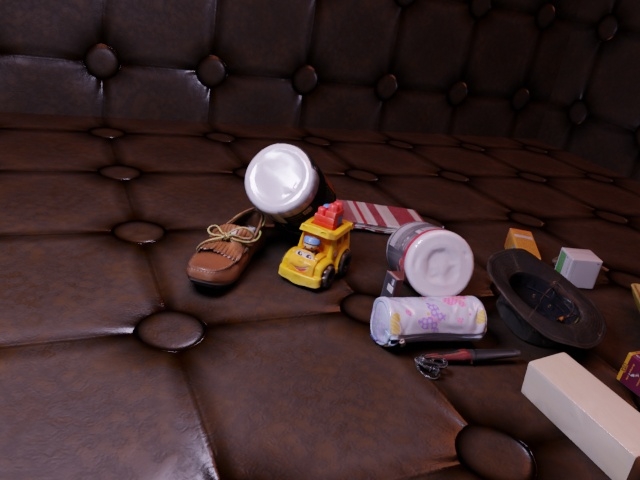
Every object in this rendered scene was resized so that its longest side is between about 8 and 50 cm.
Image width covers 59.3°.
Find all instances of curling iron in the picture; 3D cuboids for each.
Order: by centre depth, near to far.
[{"bbox_3d":[0.336,0.272,1.273,0.274,0.035,0.068,-1,31,-22],"label":"curling iron"}]

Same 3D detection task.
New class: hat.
[{"bbox_3d":[0.547,0.175,1.443,0.331,0.134,0.331,16,39,-13],"label":"hat"}]

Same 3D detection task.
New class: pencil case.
[{"bbox_3d":[0.255,0.189,1.326,0.273,0.113,0.124,1,23,-21],"label":"pencil case"}]

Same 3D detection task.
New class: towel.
[{"bbox_3d":[0.207,-0.079,1.982,0.329,0.037,0.237,7,23,-11],"label":"towel"}]

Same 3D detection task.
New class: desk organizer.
[{"bbox_3d":[0.181,0.140,1.383,0.050,0.130,0.047,-1,26,-27],"label":"desk organizer"}]

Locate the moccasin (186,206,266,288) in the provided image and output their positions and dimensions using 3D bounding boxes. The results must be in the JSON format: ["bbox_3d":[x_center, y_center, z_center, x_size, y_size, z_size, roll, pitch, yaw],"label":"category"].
[{"bbox_3d":[-0.235,0.009,1.487,0.139,0.147,0.380,17,26,16],"label":"moccasin"}]

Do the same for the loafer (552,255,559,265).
[{"bbox_3d":[0.845,0.082,1.861,0.148,0.050,0.056,3,17,24],"label":"loafer"}]

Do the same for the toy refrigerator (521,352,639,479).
[{"bbox_3d":[0.536,0.349,1.118,0.102,0.094,0.269,-9,29,-22],"label":"toy refrigerator"}]

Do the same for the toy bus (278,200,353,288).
[{"bbox_3d":[0.000,0.000,1.524,0.149,0.211,0.220,22,29,21],"label":"toy bus"}]

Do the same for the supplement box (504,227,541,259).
[{"bbox_3d":[0.660,0.039,1.846,0.080,0.078,0.233,12,24,5],"label":"supplement box"}]

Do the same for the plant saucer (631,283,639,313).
[{"bbox_3d":[1.022,0.258,1.508,0.332,0.081,0.333,16,25,12],"label":"plant saucer"}]

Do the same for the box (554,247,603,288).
[{"bbox_3d":[0.807,0.087,1.768,0.102,0.101,0.087,5,25,-7],"label":"box"}]

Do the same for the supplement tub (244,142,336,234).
[{"bbox_3d":[-0.072,-0.135,1.659,0.207,0.207,0.338,18,-8,18],"label":"supplement tub"}]

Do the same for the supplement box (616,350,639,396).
[{"bbox_3d":[0.784,0.331,1.257,0.104,0.081,0.188,-3,28,-26],"label":"supplement box"}]

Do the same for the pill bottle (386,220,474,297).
[{"bbox_3d":[0.278,0.041,1.526,0.176,0.176,0.318,7,7,-7],"label":"pill bottle"}]
